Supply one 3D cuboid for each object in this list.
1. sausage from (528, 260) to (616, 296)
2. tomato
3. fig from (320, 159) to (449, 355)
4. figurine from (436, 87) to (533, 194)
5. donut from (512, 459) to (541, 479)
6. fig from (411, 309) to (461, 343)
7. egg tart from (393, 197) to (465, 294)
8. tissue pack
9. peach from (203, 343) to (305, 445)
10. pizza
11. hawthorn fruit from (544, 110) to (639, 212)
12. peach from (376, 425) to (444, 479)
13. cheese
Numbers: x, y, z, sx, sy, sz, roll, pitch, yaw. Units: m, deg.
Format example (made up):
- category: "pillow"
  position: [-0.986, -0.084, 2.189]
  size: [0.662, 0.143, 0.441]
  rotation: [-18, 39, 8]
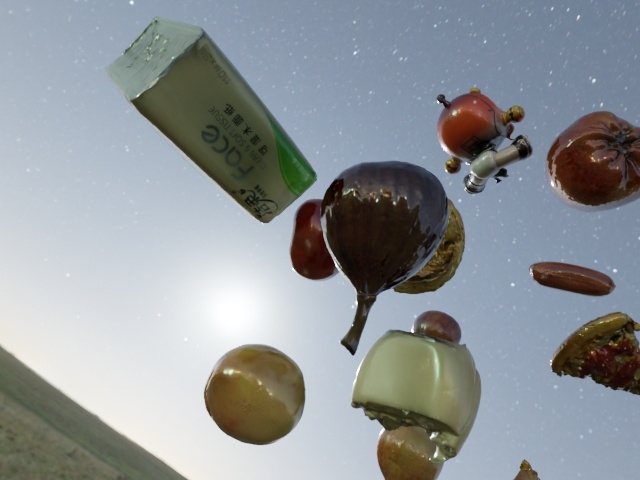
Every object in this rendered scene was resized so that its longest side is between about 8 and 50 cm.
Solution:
- category: "sausage"
  position: [0.616, 0.093, 1.146]
  size: [0.194, 0.077, 0.077]
  rotation: [10, -36, 11]
- category: "tomato"
  position: [0.000, 0.000, 1.100]
  size: [0.135, 0.195, 0.195]
  rotation: [5, -36, 5]
- category: "fig"
  position: [0.093, 0.031, 0.758]
  size: [0.216, 0.321, 0.217]
  rotation: [10, -26, 5]
- category: "figurine"
  position: [0.507, -0.344, 1.535]
  size: [0.320, 0.196, 0.323]
  rotation: [-43, -119, 39]
- category: "donut"
  position: [0.203, 0.341, 0.516]
  size: [0.074, 0.174, 0.190]
  rotation: [37, -35, 30]
- category: "fig"
  position: [0.439, 0.371, 1.792]
  size: [0.205, 0.205, 0.205]
  rotation: [25, -32, 17]
- category: "egg tart"
  position: [0.225, -0.003, 1.168]
  size: [0.290, 0.291, 0.107]
  rotation: [16, -3, 29]
- category: "tissue pack"
  position: [-0.243, -0.262, 1.047]
  size: [0.332, 0.205, 0.405]
  rotation: [42, -5, 48]
- category: "peach"
  position: [-0.115, 0.266, 0.822]
  size: [0.184, 0.184, 0.184]
  rotation: [25, -32, 17]
- category: "pizza"
  position: [0.572, 0.243, 0.899]
  size: [0.198, 0.062, 0.188]
  rotation: [34, -58, 0]
- category: "hawthorn fruit"
  position: [0.763, -0.198, 1.313]
  size: [0.276, 0.277, 0.298]
  rotation: [30, -28, 9]
- category: "peach"
  position: [0.279, 0.699, 1.492]
  size: [0.232, 0.233, 0.233]
  rotation: [25, -32, 17]
- category: "cheese"
  position: [0.188, 0.296, 0.932]
  size: [0.127, 0.233, 0.266]
  rotation: [34, -22, -31]
